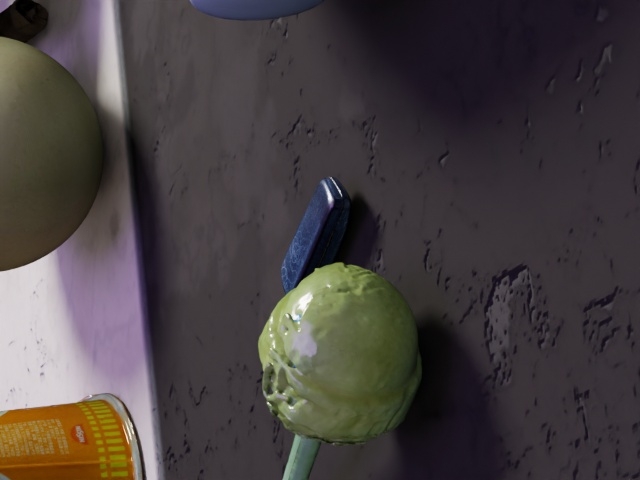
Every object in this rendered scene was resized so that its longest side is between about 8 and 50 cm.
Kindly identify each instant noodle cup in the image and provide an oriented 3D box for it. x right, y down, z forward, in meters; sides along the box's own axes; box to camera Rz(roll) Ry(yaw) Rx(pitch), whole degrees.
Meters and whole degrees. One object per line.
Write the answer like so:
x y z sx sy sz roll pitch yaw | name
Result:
-0.250 0.197 1.340 0.168 0.185 0.168 -9 80 63 | instant noodle cup

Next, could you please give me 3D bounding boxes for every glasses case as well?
0.000 0.000 1.035 0.033 0.023 0.083 -106 32 -48 | glasses case

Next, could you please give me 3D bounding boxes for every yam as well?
-0.334 -0.174 1.692 0.327 0.045 0.045 -20 93 61 | yam

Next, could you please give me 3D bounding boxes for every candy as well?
-0.016 0.143 1.019 0.093 0.092 0.335 35 137 16 | candy

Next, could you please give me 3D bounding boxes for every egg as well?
-0.273 -0.070 1.401 0.253 0.188 0.188 -163 77 -67 | egg

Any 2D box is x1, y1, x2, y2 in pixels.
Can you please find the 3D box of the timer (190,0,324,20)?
-0.056 -0.312 0.964 0.395 0.173 0.395 178 90 -68 | timer
